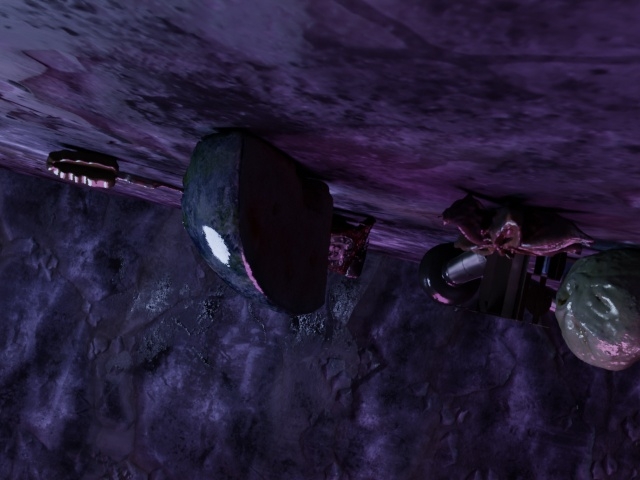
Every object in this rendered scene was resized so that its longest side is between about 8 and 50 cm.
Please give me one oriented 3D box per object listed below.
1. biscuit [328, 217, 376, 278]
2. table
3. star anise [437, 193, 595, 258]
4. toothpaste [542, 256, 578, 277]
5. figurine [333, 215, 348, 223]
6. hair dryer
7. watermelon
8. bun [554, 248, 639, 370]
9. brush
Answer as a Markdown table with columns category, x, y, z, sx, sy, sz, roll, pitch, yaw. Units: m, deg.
| category | x | y | z | sx | sy | sz | roll | pitch | yaw |
| --- | --- | --- | --- | --- | --- | --- | --- | --- | --- |
| biscuit | 0.001 | -0.006 | 1.121 | 0.235 | 0.151 | 0.063 | 15 | -146 | -13 |
| table | 0.319 | 0.060 | 0.876 | 0.175 | 0.146 | 0.062 | 14 | 176 | -17 |
| star anise | 0.250 | -0.013 | 0.653 | 0.172 | 0.063 | 0.208 | 7 | 172 | 22 |
| toothpaste | 0.551 | 0.068 | 1.066 | 0.194 | 0.044 | 0.070 | 13 | 177 | 2 |
| figurine | -0.006 | -0.011 | 1.264 | 0.240 | 0.115 | 0.175 | 19 | 157 | -27 |
| hair dryer | 0.392 | 0.116 | 1.143 | 0.284 | 0.155 | 0.320 | 44 | 169 | -4 |
| watermelon | -0.082 | -0.036 | 0.695 | 0.148 | 0.226 | 0.318 | 11 | 144 | 29 |
| bun | 0.435 | 0.099 | 0.786 | 0.118 | 0.195 | 0.195 | 19 | 177 | 0 |
| brush | -0.417 | -0.138 | 1.102 | 0.301 | 0.071 | 0.084 | 13 | -171 | -16 |
